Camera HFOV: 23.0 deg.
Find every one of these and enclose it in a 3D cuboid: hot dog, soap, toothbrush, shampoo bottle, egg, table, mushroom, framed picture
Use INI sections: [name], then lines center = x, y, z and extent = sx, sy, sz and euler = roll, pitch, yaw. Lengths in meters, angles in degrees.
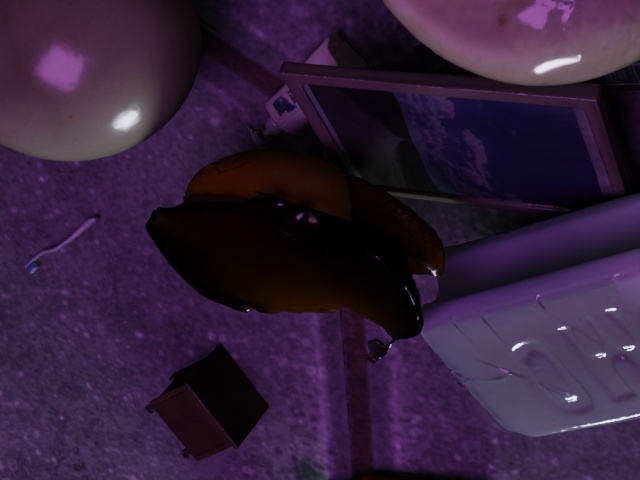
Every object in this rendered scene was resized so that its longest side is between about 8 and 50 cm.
[hot dog]
center = -0.004, -0.004, 1.331
extent = 0.326, 0.107, 0.194
euler = 16, 152, 41
[soap]
center = 0.242, 0.058, 1.245
extent = 0.289, 0.095, 0.173
euler = -18, 127, 38
[toothbrush]
center = -0.262, 0.003, 1.587
extent = 0.131, 0.011, 0.013
euler = -33, 88, 41
[shampoo bottle]
center = -0.014, -0.120, 1.342
extent = 0.049, 0.034, 0.141
euler = 42, 134, -9
[egg]
center = -0.212, -0.159, 1.328
extent = 0.254, 0.188, 0.188
euler = -16, 112, 44
[table]
center = -0.117, 0.167, 1.573
extent = 0.082, 0.070, 0.083
euler = -28, 105, 40
[mushroom]
center = 0.142, -0.225, 1.012
extent = 0.246, 0.246, 0.202
euler = 24, 165, 15
[framed picture]
center = 0.113, -0.079, 1.240
extent = 0.260, 0.023, 0.189
euler = 8, 155, 24

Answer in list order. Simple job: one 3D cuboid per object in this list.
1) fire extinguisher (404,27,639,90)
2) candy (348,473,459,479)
[fire extinguisher]
center = 0.189, -0.162, 1.157
extent = 0.311, 0.095, 0.114
euler = 0, 76, 29
[candy]
center = 0.089, 0.272, 1.530
extent = 0.292, 0.059, 0.086
euler = -1, 121, 32
